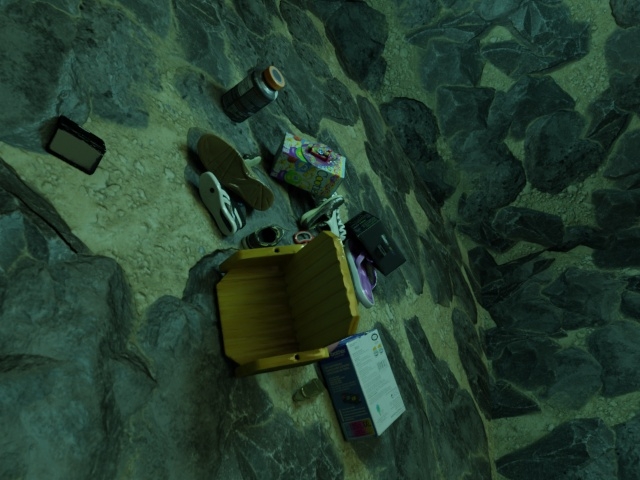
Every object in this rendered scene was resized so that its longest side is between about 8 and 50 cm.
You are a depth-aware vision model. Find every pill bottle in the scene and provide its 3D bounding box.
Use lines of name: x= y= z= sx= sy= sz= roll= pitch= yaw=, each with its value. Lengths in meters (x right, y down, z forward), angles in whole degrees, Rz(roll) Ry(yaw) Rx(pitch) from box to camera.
pill bottle: x=-0.256 y=-0.572 z=1.748 sx=0.130 sy=0.245 sz=0.131 roll=38 pitch=40 yaw=-40

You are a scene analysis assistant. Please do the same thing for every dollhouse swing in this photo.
dollhouse swing: x=-0.108 y=0.164 z=1.249 sx=0.315 sy=0.305 sz=0.347 roll=-5 pitch=69 yaw=-19

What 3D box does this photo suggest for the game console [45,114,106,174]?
game console: x=-0.622 y=-0.244 z=1.150 sx=0.122 sy=0.071 sz=0.107 roll=36 pitch=11 yaw=-42

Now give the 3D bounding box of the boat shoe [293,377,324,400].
boat shoe: x=-0.037 y=0.503 z=1.512 sx=0.056 sy=0.048 sz=0.153 roll=59 pitch=21 yaw=15

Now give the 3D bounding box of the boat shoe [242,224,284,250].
boat shoe: x=-0.186 y=-0.013 z=1.621 sx=0.227 sy=0.068 sz=0.081 roll=-27 pitch=92 yaw=-61

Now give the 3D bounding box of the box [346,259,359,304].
box: x=0.142 y=0.181 z=2.055 sx=0.164 sy=0.021 sz=0.201 roll=54 pitch=31 yaw=-18

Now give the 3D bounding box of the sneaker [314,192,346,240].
sneaker: x=0.023 y=-0.124 z=1.997 sx=0.118 sy=0.110 sz=0.292 roll=-19 pitch=93 yaw=-45

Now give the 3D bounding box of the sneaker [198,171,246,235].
sneaker: x=-0.319 y=-0.131 z=1.499 sx=0.217 sy=0.079 sz=0.121 roll=68 pitch=25 yaw=-11

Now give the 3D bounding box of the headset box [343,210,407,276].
headset box: x=0.255 y=0.011 z=2.119 sx=0.246 sy=0.131 sz=0.283 roll=55 pitch=-3 yaw=-18

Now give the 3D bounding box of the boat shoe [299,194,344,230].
boat shoe: x=0.017 y=-0.112 z=1.899 sx=0.073 sy=0.223 sz=0.080 roll=51 pitch=-18 yaw=25

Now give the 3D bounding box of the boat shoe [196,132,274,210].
boat shoe: x=-0.305 y=-0.235 z=1.576 sx=0.341 sy=0.121 sz=0.110 roll=49 pitch=-4 yaw=-32

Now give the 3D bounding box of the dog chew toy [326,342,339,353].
dog chew toy: x=-0.075 y=0.234 z=1.502 sx=0.332 sy=0.206 sz=0.206 roll=54 pitch=30 yaw=-2

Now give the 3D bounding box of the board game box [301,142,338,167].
board game box: x=0.005 y=-0.359 z=1.828 sx=0.168 sy=0.033 sz=0.133 roll=-12 pitch=61 yaw=-39

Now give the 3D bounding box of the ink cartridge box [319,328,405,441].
ink cartridge box: x=0.147 y=0.499 z=1.693 sx=0.270 sy=0.151 sz=0.396 roll=-2 pitch=72 yaw=-59

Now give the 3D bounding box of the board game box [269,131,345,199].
board game box: x=-0.051 y=-0.309 z=1.880 sx=0.275 sy=0.142 sz=0.144 roll=21 pitch=45 yaw=-16

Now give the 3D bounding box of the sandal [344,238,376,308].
sandal: x=0.200 y=0.136 z=2.013 sx=0.169 sy=0.102 sz=0.416 roll=49 pitch=20 yaw=-35

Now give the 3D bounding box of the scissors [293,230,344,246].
scissors: x=0.000 y=0.000 z=1.910 sx=0.297 sy=0.021 sz=0.109 roll=-12 pitch=79 yaw=-48

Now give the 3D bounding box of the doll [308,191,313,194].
doll: x=-0.008 y=-0.254 z=2.113 sx=0.189 sy=0.046 sz=0.129 roll=-38 pitch=111 yaw=-54

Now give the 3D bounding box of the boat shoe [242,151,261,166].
boat shoe: x=-0.281 y=-0.303 z=1.716 sx=0.042 sy=0.049 sz=0.133 roll=39 pitch=36 yaw=10
